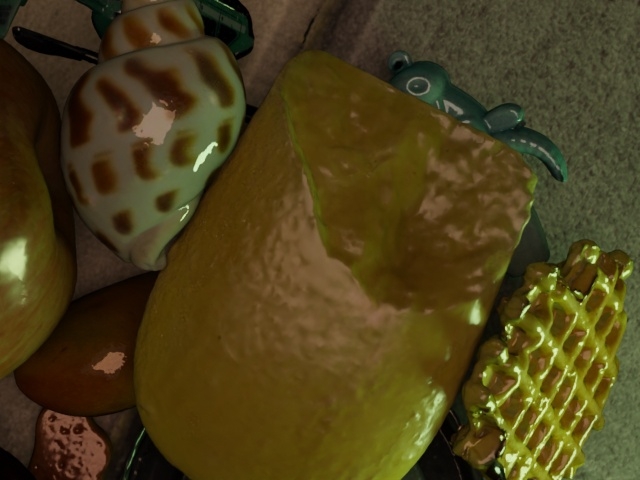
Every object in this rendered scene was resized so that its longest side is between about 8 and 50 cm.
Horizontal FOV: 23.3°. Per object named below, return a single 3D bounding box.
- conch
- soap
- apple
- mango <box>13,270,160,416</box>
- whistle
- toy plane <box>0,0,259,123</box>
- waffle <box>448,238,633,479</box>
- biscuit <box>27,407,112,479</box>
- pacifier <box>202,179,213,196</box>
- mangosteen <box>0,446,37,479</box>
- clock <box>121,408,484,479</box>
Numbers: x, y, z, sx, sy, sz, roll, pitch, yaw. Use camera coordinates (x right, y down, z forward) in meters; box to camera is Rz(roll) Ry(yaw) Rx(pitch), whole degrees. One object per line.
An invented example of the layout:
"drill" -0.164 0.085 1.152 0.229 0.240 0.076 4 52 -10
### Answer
"conch" -0.157 -0.119 1.417 0.149 0.183 0.275 31 72 -47
"soap" 0.003 0.058 1.461 0.306 0.115 0.427 24 96 -9
"apple" -0.404 -0.036 1.429 0.346 0.391 0.391 -11 92 -7
"mango" -0.188 0.100 1.575 0.253 0.138 0.113 -23 123 -10
"whistle" 0.151 -0.083 1.635 0.186 0.093 0.274 -31 97 21
"toy plane" -0.179 -0.221 1.516 0.106 0.381 0.155 -1 77 38
"waffle" 0.225 0.145 1.558 0.060 0.312 0.307 23 109 33
"biscuit" -0.319 0.323 1.607 0.202 0.047 0.334 1 89 -5
"pacifier" -0.104 -0.075 1.618 0.068 0.064 0.083 31 87 12
"mangosteen" -0.356 0.329 1.410 0.306 0.359 0.306 -16 114 -40
"clock" -0.020 0.287 1.580 0.386 0.076 0.386 3 76 -11
